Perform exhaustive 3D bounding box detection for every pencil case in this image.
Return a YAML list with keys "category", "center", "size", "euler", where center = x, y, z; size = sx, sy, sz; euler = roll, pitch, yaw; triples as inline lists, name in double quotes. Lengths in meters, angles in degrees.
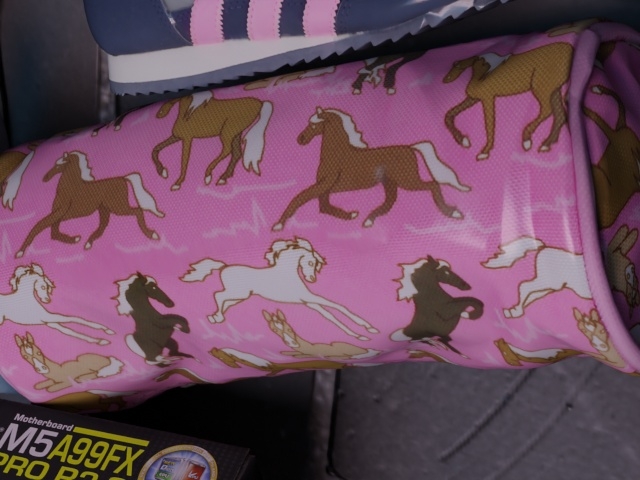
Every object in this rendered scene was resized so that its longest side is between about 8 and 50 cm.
- category: "pencil case"
  center: [0.000, 0.000, 0.722]
  size: [0.386, 0.167, 0.160]
  euler: [-9, 78, 34]

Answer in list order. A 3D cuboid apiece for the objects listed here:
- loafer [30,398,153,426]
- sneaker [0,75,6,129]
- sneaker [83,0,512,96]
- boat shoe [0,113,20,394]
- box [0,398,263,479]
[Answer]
- category: "loafer"
  center: [-0.177, 0.146, 0.929]
  size: [0.080, 0.078, 0.220]
  euler: [33, 121, 18]
- category: "sneaker"
  center: [-0.286, -0.124, 0.837]
  size: [0.158, 0.182, 0.410]
  euler: [27, 120, 21]
- category: "sneaker"
  center: [0.002, -0.157, 0.692]
  size: [0.319, 0.112, 0.131]
  euler: [-8, 105, 32]
- category: "boat shoe"
  center: [-0.224, 0.004, 0.845]
  size: [0.084, 0.095, 0.258]
  euler: [3, 134, 5]
- category: "box"
  center: [-0.118, 0.206, 0.846]
  size: [0.216, 0.060, 0.270]
  euler: [8, 137, 23]
